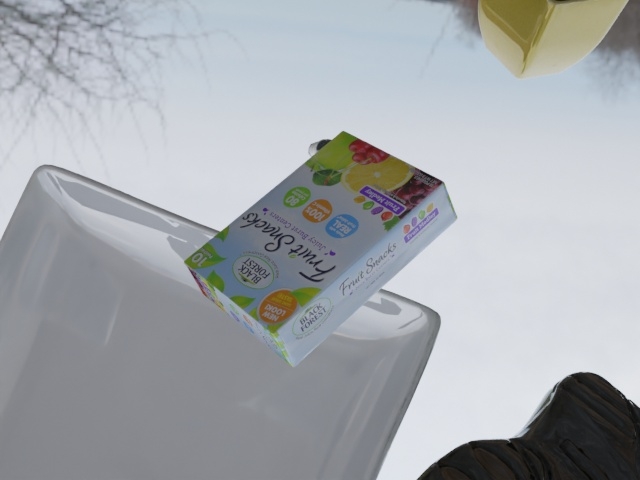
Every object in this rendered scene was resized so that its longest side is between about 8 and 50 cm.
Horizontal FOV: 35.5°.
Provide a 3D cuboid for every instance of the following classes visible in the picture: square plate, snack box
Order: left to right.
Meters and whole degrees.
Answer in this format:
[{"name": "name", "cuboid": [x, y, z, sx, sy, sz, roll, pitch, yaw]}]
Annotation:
[{"name": "square plate", "cuboid": [-0.131, 0.153, 0.735, 0.347, 0.344, 0.049, 20, 171, 16]}, {"name": "snack box", "cuboid": [0.000, 0.000, 0.621, 0.141, 0.037, 0.100, -41, -137, -16]}]

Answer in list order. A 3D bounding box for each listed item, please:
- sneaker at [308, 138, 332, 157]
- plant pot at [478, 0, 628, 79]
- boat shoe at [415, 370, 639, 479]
[{"name": "sneaker", "cuboid": [0.031, -0.116, 1.392, 0.109, 0.040, 0.044, 21, 174, -29]}, {"name": "plant pot", "cuboid": [0.169, -0.171, 0.763, 0.081, 0.083, 0.081, -14, -130, -28]}, {"name": "boat shoe", "cuboid": [0.118, 0.186, 0.609, 0.122, 0.120, 0.324, 48, -148, 20]}]
